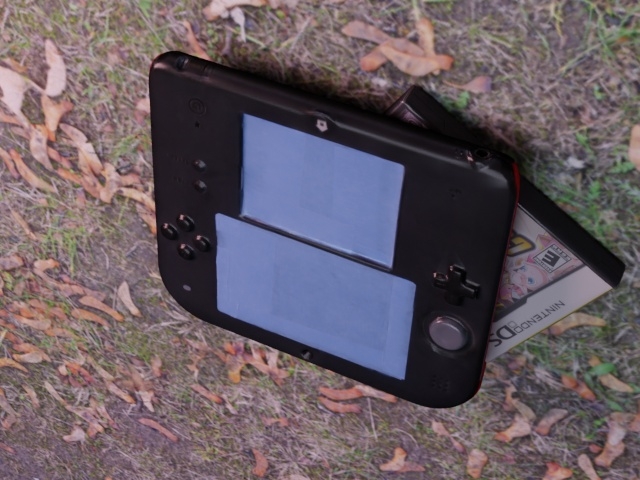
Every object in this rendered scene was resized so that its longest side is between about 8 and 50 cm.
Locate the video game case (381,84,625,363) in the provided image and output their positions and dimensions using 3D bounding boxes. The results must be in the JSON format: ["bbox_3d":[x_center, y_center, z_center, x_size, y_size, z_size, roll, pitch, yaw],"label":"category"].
[{"bbox_3d":[0.124,0.003,1.208,0.275,0.035,0.248,40,140,-8],"label":"video game case"}]

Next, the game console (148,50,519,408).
[{"bbox_3d":[0.000,0.000,1.217,0.387,0.060,0.342,19,138,17],"label":"game console"}]
